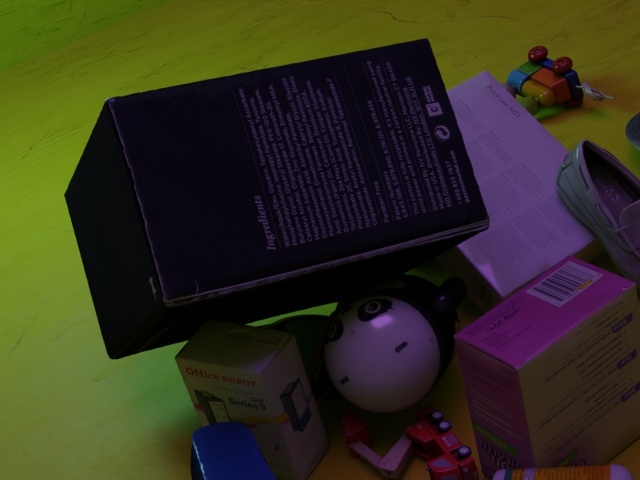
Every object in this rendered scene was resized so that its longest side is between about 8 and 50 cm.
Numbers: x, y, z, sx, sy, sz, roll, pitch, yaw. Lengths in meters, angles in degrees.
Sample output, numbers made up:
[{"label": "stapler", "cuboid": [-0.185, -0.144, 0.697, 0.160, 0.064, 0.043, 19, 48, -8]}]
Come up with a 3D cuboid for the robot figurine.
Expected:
[{"label": "robot figurine", "cuboid": [0.105, 0.142, 1.741, 0.173, 0.209, 0.278, 14, 14, 14]}]

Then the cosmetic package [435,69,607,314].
[{"label": "cosmetic package", "cuboid": [0.279, -0.081, 1.993, 0.284, 0.097, 0.377, -30, 63, -20]}]

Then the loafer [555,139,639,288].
[{"label": "loafer", "cuboid": [0.486, -0.024, 1.851, 0.112, 0.111, 0.319, -31, 64, -24]}]

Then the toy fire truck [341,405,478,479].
[{"label": "toy fire truck", "cuboid": [0.120, 0.289, 1.661, 0.135, 0.047, 0.192, -22, 32, -10]}]

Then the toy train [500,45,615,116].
[{"label": "toy train", "cuboid": [0.459, -0.291, 2.426, 0.143, 0.105, 0.248, -33, 33, -9]}]

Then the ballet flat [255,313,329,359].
[{"label": "ballet flat", "cuboid": [-0.053, 0.154, 1.943, 0.231, 0.077, 0.077, -10, 13, 12]}]

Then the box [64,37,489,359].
[{"label": "box", "cuboid": [-0.090, -0.046, 1.781, 0.471, 0.297, 0.480, -15, -8, -22]}]

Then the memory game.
[{"label": "memory game", "cuboid": [0.012, 0.162, 1.798, 0.012, 0.186, 0.186, 22, 41, 13]}]

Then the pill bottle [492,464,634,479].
[{"label": "pill bottle", "cuboid": [0.315, 0.328, 1.441, 0.208, 0.118, 0.117, -5, 32, 16]}]

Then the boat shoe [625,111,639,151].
[{"label": "boat shoe", "cuboid": [0.631, -0.160, 2.144, 0.118, 0.103, 0.320, -32, 23, 10]}]

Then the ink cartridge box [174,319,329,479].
[{"label": "ink cartridge box", "cuboid": [-0.094, 0.226, 1.696, 0.154, 0.212, 0.093, 6, 37, 31]}]

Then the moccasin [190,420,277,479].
[{"label": "moccasin", "cuboid": [-0.090, 0.357, 1.512, 0.137, 0.117, 0.342, -5, 26, -5]}]

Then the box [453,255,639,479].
[{"label": "box", "cuboid": [0.305, 0.183, 1.560, 0.213, 0.243, 0.117, -32, 34, -25]}]
